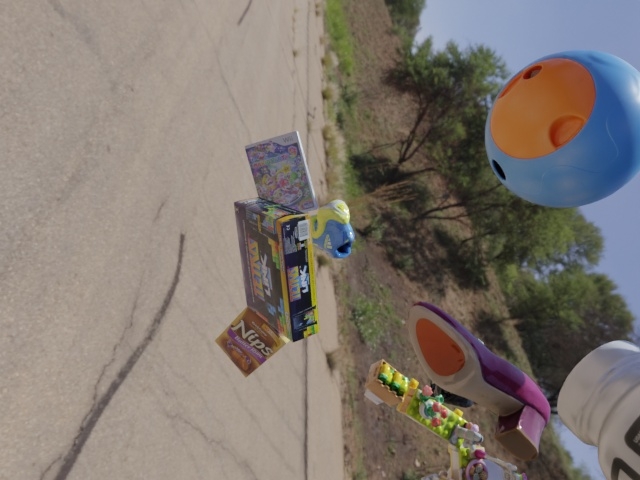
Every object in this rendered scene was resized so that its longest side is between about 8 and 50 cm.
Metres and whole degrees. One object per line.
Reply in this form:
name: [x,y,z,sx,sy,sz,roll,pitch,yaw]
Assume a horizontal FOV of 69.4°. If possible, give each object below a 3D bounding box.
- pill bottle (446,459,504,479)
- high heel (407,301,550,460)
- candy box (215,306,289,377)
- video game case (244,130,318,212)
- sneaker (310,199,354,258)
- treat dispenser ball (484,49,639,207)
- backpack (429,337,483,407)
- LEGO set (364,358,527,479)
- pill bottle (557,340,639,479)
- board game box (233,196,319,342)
pill bottle: [0.226,0.446,0.746,0.118,0.117,0.209,-92,-170,-48]
high heel: [0.323,0.248,0.949,0.377,0.127,0.181,53,38,-4]
candy box: [-0.139,0.202,0.976,0.109,0.187,0.053,48,39,5]
video game case: [-0.060,-0.097,0.712,0.011,0.087,0.122,-45,121,-75]
sneaker: [0.000,0.000,1.109,0.240,0.091,0.126,-35,-103,58]
treat dispenser ball: [0.463,-0.207,0.875,0.288,0.287,0.289,-13,90,-80]
backpack: [0.352,0.329,1.186,0.152,0.115,0.182,102,1,-74]
LEGO set: [0.168,0.270,0.567,0.287,0.132,0.107,69,-22,1]
pill bottle: [0.505,0.297,0.585,0.363,0.210,0.210,-130,-161,-61]
board game box: [-0.063,0.035,0.647,0.141,0.048,0.171,21,-59,52]
